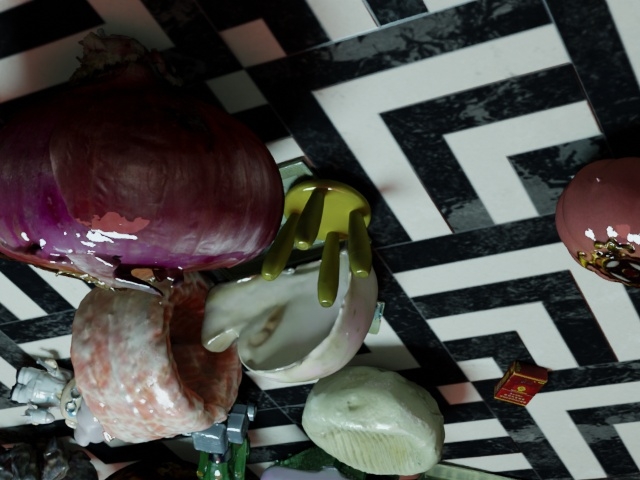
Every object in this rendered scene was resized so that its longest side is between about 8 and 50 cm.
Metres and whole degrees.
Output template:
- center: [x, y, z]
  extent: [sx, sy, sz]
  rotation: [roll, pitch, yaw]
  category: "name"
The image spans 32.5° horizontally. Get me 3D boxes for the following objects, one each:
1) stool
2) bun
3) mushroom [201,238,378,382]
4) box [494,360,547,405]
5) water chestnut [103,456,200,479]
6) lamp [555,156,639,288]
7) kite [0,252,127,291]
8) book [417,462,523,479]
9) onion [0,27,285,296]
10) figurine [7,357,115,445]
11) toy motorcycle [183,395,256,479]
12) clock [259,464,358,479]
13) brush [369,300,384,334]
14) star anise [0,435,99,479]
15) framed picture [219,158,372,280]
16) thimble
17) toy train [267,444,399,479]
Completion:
- center: [0.000, 0.000, 1.322]
  extent: [0.134, 0.110, 0.135]
  rotation: [-3, 141, 15]
  category: "stool"
- center: [0.087, 0.257, 1.627]
  extent: [0.231, 0.133, 0.231]
  rotation: [14, 149, 8]
  category: "bun"
- center: [-0.022, 0.134, 1.456]
  extent: [0.236, 0.162, 0.173]
  rotation: [-16, 143, 24]
  category: "mushroom"
- center: [0.293, 0.210, 1.606]
  extent: [0.052, 0.023, 0.082]
  rotation: [15, 142, -7]
  category: "box"
- center: [-0.268, 0.545, 1.900]
  extent: [0.351, 0.302, 0.350]
  rotation: [16, -175, -2]
  category: "water chestnut"
- center: [0.352, -0.026, 1.211]
  extent: [0.182, 0.140, 0.182]
  rotation: [19, 158, 8]
  category: "lamp"
- center: [-0.329, -0.003, 1.353]
  extent: [0.378, 0.013, 0.328]
  rotation: [22, -169, 38]
  category: "kite"
- center: [0.336, 0.493, 1.945]
  extent: [0.371, 0.043, 0.260]
  rotation: [14, 144, -1]
  category: "book"
- center: [-0.205, -0.088, 1.182]
  extent: [0.348, 0.285, 0.347]
  rotation: [-1, -177, 0]
  category: "onion"
- center: [-0.384, 0.258, 1.764]
  extent: [0.229, 0.137, 0.112]
  rotation: [15, 174, 1]
  category: "figurine"
- center: [-0.160, 0.340, 1.752]
  extent: [0.125, 0.187, 0.274]
  rotation: [5, 140, 9]
  category: "toy motorcycle"
- center: [0.010, 0.462, 1.774]
  extent: [0.228, 0.090, 0.247]
  rotation: [9, 140, 9]
  category: "clock"
- center: [0.077, 0.111, 1.543]
  extent: [0.016, 0.013, 0.083]
  rotation: [8, 144, 0]
  category: "brush"
- center: [-0.514, 0.413, 1.999]
  extent: [0.236, 0.108, 0.223]
  rotation: [-9, 153, 24]
  category: "star anise"
- center: [-0.073, -0.021, 1.411]
  extent: [0.231, 0.010, 0.173]
  rotation: [-17, 135, 31]
  category: "framed picture"
- center: [-0.222, 0.157, 1.506]
  extent: [0.162, 0.239, 0.239]
  rotation: [-12, 137, 24]
  category: "thimble"
- center: [0.017, 0.422, 1.879]
  extent: [0.154, 0.115, 0.269]
  rotation: [38, 136, -18]
  category: "toy train"
